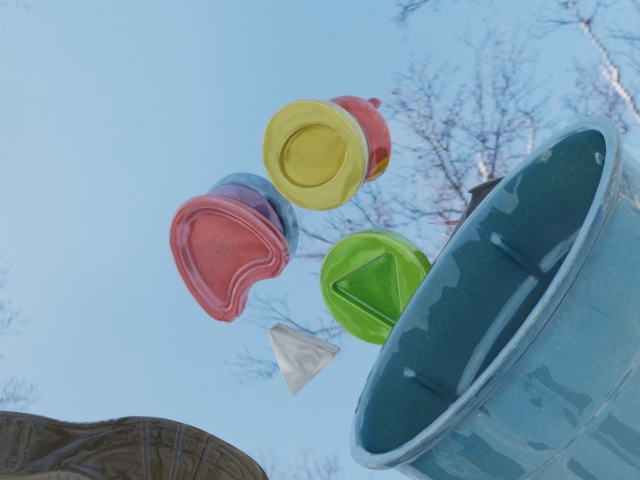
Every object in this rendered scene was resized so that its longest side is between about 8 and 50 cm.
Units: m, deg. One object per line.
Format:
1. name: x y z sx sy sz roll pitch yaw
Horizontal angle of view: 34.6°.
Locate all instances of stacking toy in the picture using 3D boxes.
1. stacking toy: 0.000 0.000 1.178 0.309 0.130 0.279 -35 -88 34

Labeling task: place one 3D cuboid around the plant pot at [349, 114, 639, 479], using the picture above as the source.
1. plant pot: 0.256 0.131 0.854 0.334 0.341 0.341 35 -93 -7

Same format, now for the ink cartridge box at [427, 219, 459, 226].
1. ink cartridge box: 0.295 -0.004 1.419 0.189 0.232 0.066 7 -104 -53

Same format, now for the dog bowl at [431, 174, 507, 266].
1. dog bowl: 0.282 0.071 1.132 0.102 0.348 0.349 -34 -71 -47

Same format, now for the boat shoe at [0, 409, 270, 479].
1. boat shoe: -0.183 0.207 0.851 0.285 0.104 0.089 10 -56 -1
